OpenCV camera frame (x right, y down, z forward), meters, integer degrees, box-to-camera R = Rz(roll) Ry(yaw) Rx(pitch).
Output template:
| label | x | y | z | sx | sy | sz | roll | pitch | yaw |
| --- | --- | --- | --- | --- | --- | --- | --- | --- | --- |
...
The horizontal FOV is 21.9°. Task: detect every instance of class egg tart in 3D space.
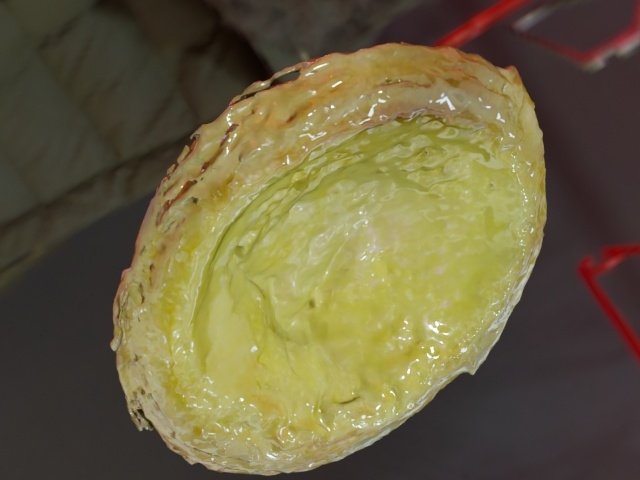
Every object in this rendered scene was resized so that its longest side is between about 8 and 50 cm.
| label | x | y | z | sx | sy | sz | roll | pitch | yaw |
| --- | --- | --- | --- | --- | --- | --- | --- | --- | --- |
| egg tart | 0.000 | 0.000 | 1.020 | 0.120 | 0.315 | 0.315 | 46 | -4 | 43 |
